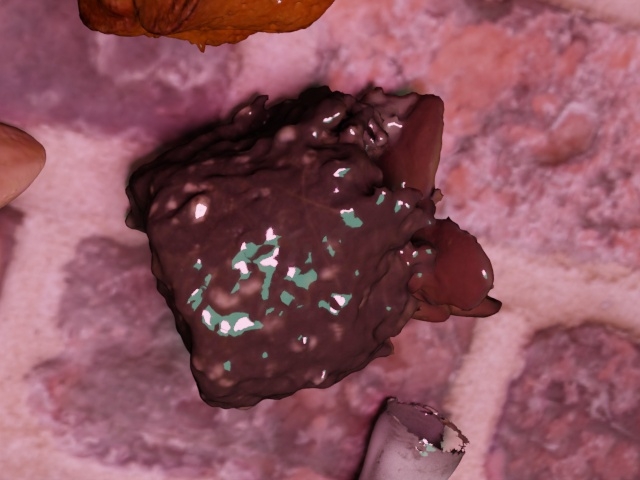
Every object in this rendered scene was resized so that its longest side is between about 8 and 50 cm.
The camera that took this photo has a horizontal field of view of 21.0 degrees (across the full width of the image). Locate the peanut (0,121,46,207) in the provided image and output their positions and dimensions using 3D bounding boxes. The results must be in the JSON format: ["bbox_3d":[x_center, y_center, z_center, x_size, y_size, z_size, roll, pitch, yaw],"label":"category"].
[{"bbox_3d":[-0.242,-0.038,1.055,0.152,0.076,0.076,-13,117,-16],"label":"peanut"}]

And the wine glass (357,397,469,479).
[{"bbox_3d":[0.044,0.197,1.263,0.072,0.072,0.155,20,106,-25],"label":"wine glass"}]

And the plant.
[{"bbox_3d":[0.000,0.000,1.095,0.234,0.178,0.204,-15,117,-5],"label":"plant"}]

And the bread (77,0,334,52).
[{"bbox_3d":[-0.065,-0.216,0.951,0.135,0.247,0.232,12,121,-36],"label":"bread"}]
